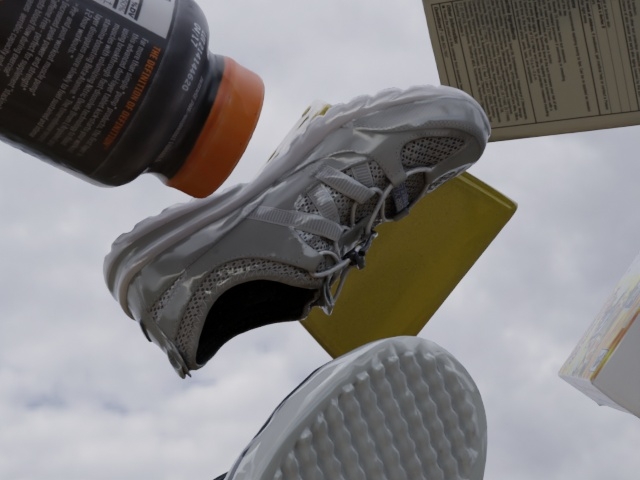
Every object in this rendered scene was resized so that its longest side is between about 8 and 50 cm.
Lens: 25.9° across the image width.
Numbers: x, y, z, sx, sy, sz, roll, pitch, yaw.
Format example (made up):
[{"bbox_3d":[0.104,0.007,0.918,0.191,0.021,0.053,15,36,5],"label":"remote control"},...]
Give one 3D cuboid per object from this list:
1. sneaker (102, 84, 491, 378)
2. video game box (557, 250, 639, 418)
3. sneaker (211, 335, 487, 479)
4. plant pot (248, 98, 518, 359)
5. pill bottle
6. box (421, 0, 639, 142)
[{"bbox_3d":[0.000,0.000,0.937,0.281,0.115,0.105,-31,-33,-2],"label":"sneaker"},{"bbox_3d":[0.239,0.019,0.922,0.205,0.048,0.187,-55,-7,-2],"label":"video game box"},{"bbox_3d":[-0.035,0.185,0.694,0.126,0.321,0.127,42,-30,-15],"label":"sneaker"},{"bbox_3d":[0.029,-0.019,1.295,0.187,0.212,0.212,39,-86,-8],"label":"plant pot"},{"bbox_3d":[-0.156,-0.114,0.818,0.245,0.130,0.130,27,-43,-21],"label":"pill bottle"},{"bbox_3d":[0.225,-0.182,1.218,0.232,0.127,0.149,-5,-69,26],"label":"box"}]
